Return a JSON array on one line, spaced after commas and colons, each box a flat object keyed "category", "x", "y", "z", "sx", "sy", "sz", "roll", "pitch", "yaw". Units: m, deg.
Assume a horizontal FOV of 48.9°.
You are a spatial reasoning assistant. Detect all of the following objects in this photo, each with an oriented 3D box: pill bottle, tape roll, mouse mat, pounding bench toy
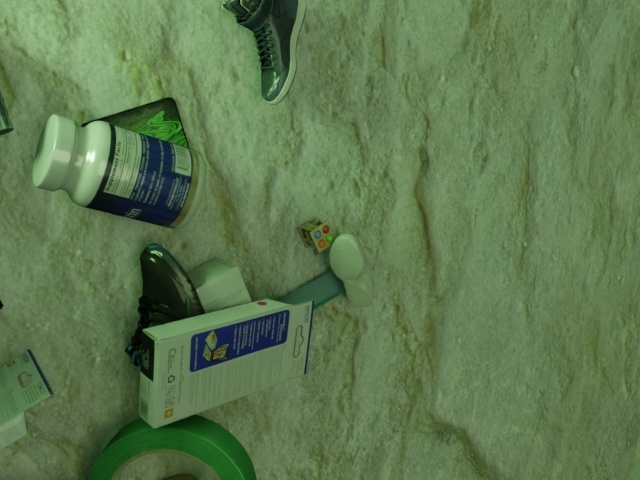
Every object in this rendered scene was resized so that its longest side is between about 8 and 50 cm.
[{"category": "pill bottle", "x": -0.348, "y": -0.120, "z": 1.227, "sx": 0.264, "sy": 0.153, "sz": 0.153, "roll": 15, "pitch": 92, "yaw": -33}, {"category": "tape roll", "x": -0.284, "y": 0.492, "z": 1.358, "sx": 0.321, "sy": 0.077, "sz": 0.321, "roll": 1, "pitch": 103, "yaw": 4}, {"category": "mouse mat", "x": -0.338, "y": -0.171, "z": 1.317, "sx": 0.189, "sy": 0.007, "sz": 0.152, "roll": -25, "pitch": 113, "yaw": -26}, {"category": "pounding bench toy", "x": 0.000, "y": 0.000, "z": 1.532, "sx": 0.052, "sy": 0.065, "sz": 0.083, "roll": -35, "pitch": 117, "yaw": -21}]

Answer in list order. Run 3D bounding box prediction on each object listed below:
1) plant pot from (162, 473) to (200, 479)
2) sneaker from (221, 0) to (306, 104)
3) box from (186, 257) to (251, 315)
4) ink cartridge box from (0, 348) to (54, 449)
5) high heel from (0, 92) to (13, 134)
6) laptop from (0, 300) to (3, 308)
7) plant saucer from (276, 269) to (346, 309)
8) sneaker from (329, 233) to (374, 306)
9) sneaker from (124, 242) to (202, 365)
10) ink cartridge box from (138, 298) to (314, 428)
[{"category": "plant pot", "x": -0.285, "y": 0.536, "z": 1.469, "sx": 0.083, "sy": 0.081, "sz": 0.081, "roll": -20, "pitch": 111, "yaw": -39}, {"category": "sneaker", "x": -0.120, "y": -0.387, "z": 1.348, "sx": 0.163, "sy": 0.086, "sz": 0.226, "roll": 13, "pitch": 84, "yaw": -44}, {"category": "box", "x": -0.212, "y": 0.100, "z": 1.400, "sx": 0.102, "sy": 0.101, "sz": 0.087, "roll": -30, "pitch": 115, "yaw": -25}, {"category": "ink cartridge box", "x": -0.554, "y": 0.285, "z": 1.153, "sx": 0.224, "sy": 0.223, "sz": 0.045, "roll": -29, "pitch": 115, "yaw": -22}, {"category": "high heel", "x": -0.633, "y": -0.226, "z": 1.089, "sx": 0.261, "sy": 0.093, "sz": 0.186, "roll": -19, "pitch": 93, "yaw": -19}, {"category": "laptop", "x": -0.710, "y": 0.097, "z": 1.139, "sx": 0.264, "sy": 0.136, "sz": 0.234, "roll": -51, "pitch": 126, "yaw": -43}, {"category": "plant saucer", "x": -0.023, "y": 0.124, "z": 1.575, "sx": 0.192, "sy": 0.018, "sz": 0.067, "roll": -29, "pitch": 115, "yaw": -25}, {"category": "sneaker", "x": 0.077, "y": 0.049, "z": 1.578, "sx": 0.094, "sy": 0.080, "sz": 0.212, "roll": -70, "pitch": 153, "yaw": -42}, {"category": "sneaker", "x": -0.302, "y": 0.175, "z": 1.345, "sx": 0.139, "sy": 0.125, "sz": 0.341, "roll": -19, "pitch": 110, "yaw": -29}, {"category": "ink cartridge box", "x": -0.171, "y": 0.219, "z": 1.355, "sx": 0.371, "sy": 0.069, "sz": 0.176, "roll": -9, "pitch": 114, "yaw": -41}]
